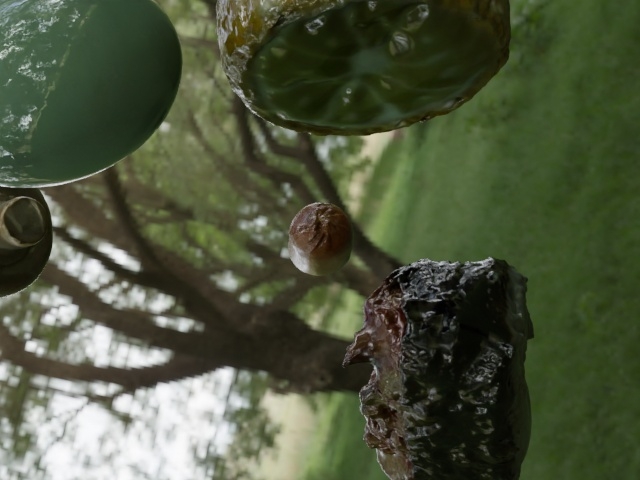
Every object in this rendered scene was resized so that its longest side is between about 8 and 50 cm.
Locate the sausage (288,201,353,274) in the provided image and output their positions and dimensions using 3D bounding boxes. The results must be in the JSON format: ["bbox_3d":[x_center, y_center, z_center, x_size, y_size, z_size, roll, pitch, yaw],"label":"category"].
[{"bbox_3d":[0.000,0.000,1.438,0.197,0.076,0.076,99,-176,-80],"label":"sausage"}]

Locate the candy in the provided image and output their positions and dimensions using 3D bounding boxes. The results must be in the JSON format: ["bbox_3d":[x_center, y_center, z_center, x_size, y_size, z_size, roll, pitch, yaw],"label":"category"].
[{"bbox_3d":[0.036,-0.185,1.070,0.260,0.260,0.118,95,172,-64],"label":"candy"}]

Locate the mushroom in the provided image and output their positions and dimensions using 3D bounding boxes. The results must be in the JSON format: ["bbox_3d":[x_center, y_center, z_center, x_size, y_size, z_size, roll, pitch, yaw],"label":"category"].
[{"bbox_3d":[-0.471,-0.030,1.758,0.209,0.206,0.206,-53,15,43],"label":"mushroom"}]

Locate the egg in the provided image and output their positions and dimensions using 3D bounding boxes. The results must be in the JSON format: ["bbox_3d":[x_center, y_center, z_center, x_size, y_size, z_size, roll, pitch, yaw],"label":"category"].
[{"bbox_3d":[-0.225,-0.132,1.029,0.168,0.231,0.168,-22,-90,-77],"label":"egg"}]

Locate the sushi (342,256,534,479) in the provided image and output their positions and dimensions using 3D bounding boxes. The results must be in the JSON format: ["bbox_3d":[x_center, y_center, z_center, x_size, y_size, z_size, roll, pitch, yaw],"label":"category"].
[{"bbox_3d":[0.142,0.156,1.342,0.343,0.182,0.196,82,-157,-48],"label":"sushi"}]
